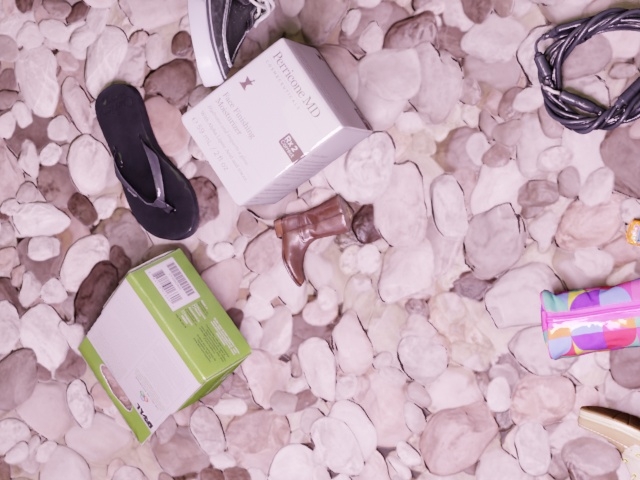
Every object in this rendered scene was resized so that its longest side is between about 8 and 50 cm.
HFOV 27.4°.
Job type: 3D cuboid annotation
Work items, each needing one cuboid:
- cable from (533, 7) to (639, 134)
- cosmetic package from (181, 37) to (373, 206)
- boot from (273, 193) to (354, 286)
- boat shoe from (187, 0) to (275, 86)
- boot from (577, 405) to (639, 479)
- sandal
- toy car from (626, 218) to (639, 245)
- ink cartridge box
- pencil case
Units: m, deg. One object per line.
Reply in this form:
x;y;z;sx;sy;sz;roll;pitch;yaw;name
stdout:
0.373;-0.220;1.701;0.184;0.047;0.151;-13;88;18;cable
-0.057;-0.158;1.794;0.183;0.151;0.151;-37;82;16;cosmetic package
0.000;0.000;1.845;0.114;0.037;0.106;-19;88;14;boot
-0.114;-0.339;1.784;0.104;0.113;0.306;-4;51;8;boat shoe
0.408;0.319;1.696;0.213;0.077;0.165;25;102;13;boot
-0.265;-0.109;1.917;0.097;0.054;0.255;-32;82;17;sandal
0.441;-0.039;1.688;0.060;0.040;0.122;32;102;15;toy car
-0.234;0.158;1.907;0.189;0.097;0.255;54;141;9;ink cartridge box
0.398;0.093;1.678;0.236;0.104;0.104;-12;88;20;pencil case
